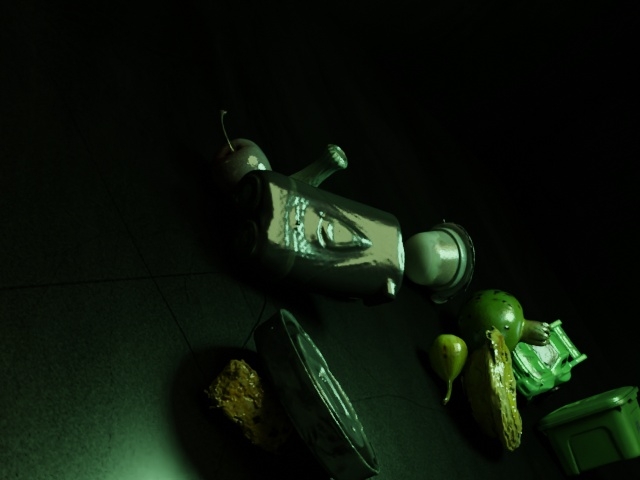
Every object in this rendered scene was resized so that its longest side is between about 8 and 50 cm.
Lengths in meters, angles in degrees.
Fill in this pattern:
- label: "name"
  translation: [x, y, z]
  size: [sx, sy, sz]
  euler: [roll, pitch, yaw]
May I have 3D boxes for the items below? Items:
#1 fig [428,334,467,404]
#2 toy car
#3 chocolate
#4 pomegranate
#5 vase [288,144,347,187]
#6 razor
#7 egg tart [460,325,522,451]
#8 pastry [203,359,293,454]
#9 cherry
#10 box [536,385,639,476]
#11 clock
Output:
- label: "fig"
  translation: [0.274, 0.292, 1.774]
  size: [0.093, 0.093, 0.166]
  euler: [37, 64, -34]
- label: "toy car"
  translation: [0.613, 0.332, 2.232]
  size: [0.359, 0.176, 0.213]
  euler: [10, 45, -60]
- label: "chocolate"
  translation: [0.281, 0.055, 2.048]
  size: [0.147, 0.221, 0.221]
  euler: [-4, 53, -32]
- label: "pomegranate"
  translation: [0.470, 0.223, 2.037]
  size: [0.248, 0.202, 0.202]
  euler: [11, 12, 18]
- label: "vase"
  translation: [-0.009, -0.150, 1.752]
  size: [0.081, 0.149, 0.081]
  euler: [44, 21, -22]
- label: "razor"
  translation: [-0.002, 0.000, 1.451]
  size: [0.349, 0.113, 0.204]
  euler: [18, 62, -32]
- label: "egg tart"
  translation: [0.390, 0.340, 1.812]
  size: [0.291, 0.107, 0.290]
  euler: [-12, 90, -74]
- label: "pastry"
  translation: [-0.089, 0.227, 1.071]
  size: [0.140, 0.080, 0.056]
  euler: [44, -10, -27]
- label: "cherry"
  translation: [-0.145, -0.144, 1.517]
  size: [0.148, 0.115, 0.188]
  euler: [21, 26, -20]
- label: "box"
  translation: [0.758, 0.521, 2.155]
  size: [0.329, 0.253, 0.177]
  euler: [9, 60, -60]
- label: "clock"
  translation: [-0.006, 0.231, 1.154]
  size: [0.280, 0.055, 0.280]
  euler: [59, 2, -3]
